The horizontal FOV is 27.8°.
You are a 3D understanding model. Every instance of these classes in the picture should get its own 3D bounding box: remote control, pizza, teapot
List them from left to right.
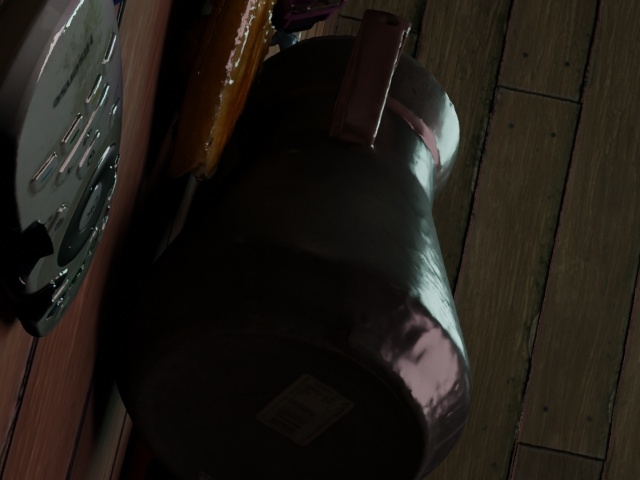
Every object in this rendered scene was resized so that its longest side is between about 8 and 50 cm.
[{"bbox_3d":[-0.114,-0.027,0.535,0.256,0.045,0.097,106,7,-63],"label":"remote control"},{"bbox_3d":[-0.072,-0.139,0.945,0.193,0.053,0.201,-5,112,-89],"label":"pizza"},{"bbox_3d":[0.000,0.000,0.977,0.344,0.253,0.300,-79,-174,-48],"label":"teapot"}]

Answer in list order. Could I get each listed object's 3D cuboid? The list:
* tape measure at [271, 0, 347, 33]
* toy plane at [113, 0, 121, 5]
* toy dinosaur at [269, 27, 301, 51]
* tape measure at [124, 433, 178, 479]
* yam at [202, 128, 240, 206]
[{"bbox_3d":[-0.024,-0.231,1.047,0.125,0.074,0.118,151,-74,-76],"label":"tape measure"},{"bbox_3d":[-0.091,-0.103,0.531,0.167,0.062,0.054,119,-14,-59],"label":"toy plane"},{"bbox_3d":[-0.039,-0.235,1.449,0.030,0.047,0.083,-72,174,-88],"label":"toy dinosaur"},{"bbox_3d":[-0.112,0.210,1.201,0.260,0.114,0.253,-60,163,-73],"label":"tape measure"},{"bbox_3d":[-0.071,-0.008,1.206,0.106,0.106,0.259,100,2,-53],"label":"yam"}]
